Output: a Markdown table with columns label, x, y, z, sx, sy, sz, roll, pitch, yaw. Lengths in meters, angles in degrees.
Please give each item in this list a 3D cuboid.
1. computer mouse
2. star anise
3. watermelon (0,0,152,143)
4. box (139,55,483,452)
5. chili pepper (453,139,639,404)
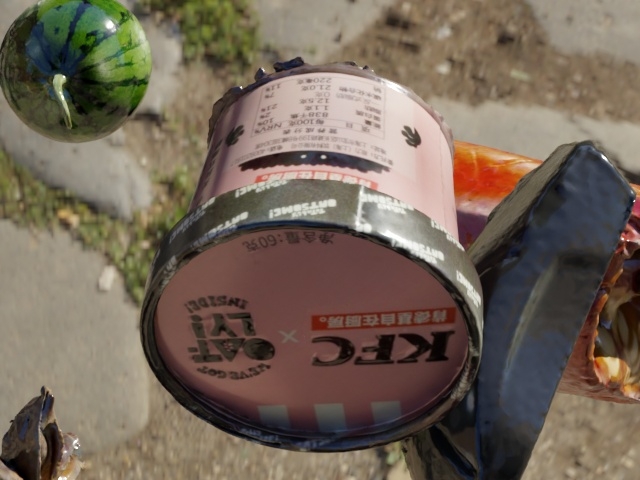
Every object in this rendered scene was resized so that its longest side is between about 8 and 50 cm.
| label | x | y | z | sx | sy | sz | roll | pitch | yaw |
| --- | --- | --- | --- | --- | --- | --- | --- | --- | --- |
| computer mouse | 0.089 | 0.046 | 0.845 | 0.073 | 0.122 | 0.217 | 26 | 72 | 1 |
| star anise | -0.200 | 0.161 | 1.056 | 0.056 | 0.124 | 0.129 | 32 | 69 | 20 |
| watermelon | -0.155 | -0.110 | 1.057 | 0.109 | 0.109 | 0.109 | 3 | 58 | -5 |
| box | 0.000 | 0.000 | 0.779 | 0.151 | 0.151 | 0.135 | 8 | 46 | -2 |
| chili pepper | 0.179 | 0.045 | 1.469 | 0.305 | 0.251 | 0.229 | 19 | 52 | 42 |
